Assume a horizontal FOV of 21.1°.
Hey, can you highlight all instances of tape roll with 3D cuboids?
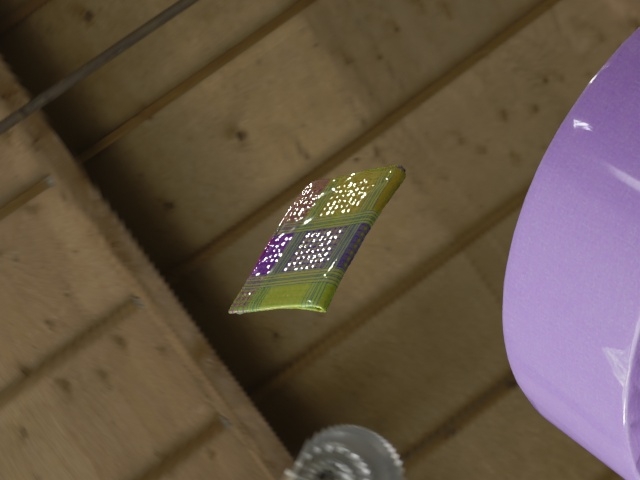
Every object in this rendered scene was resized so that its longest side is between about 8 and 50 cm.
[{"bbox_3d":[0.222,0.001,0.863,0.275,0.090,0.274,-22,-52,-30],"label":"tape roll"}]

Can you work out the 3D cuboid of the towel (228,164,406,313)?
[{"bbox_3d":[0.000,0.000,0.734,0.009,0.060,0.083,51,-127,-28],"label":"towel"}]
